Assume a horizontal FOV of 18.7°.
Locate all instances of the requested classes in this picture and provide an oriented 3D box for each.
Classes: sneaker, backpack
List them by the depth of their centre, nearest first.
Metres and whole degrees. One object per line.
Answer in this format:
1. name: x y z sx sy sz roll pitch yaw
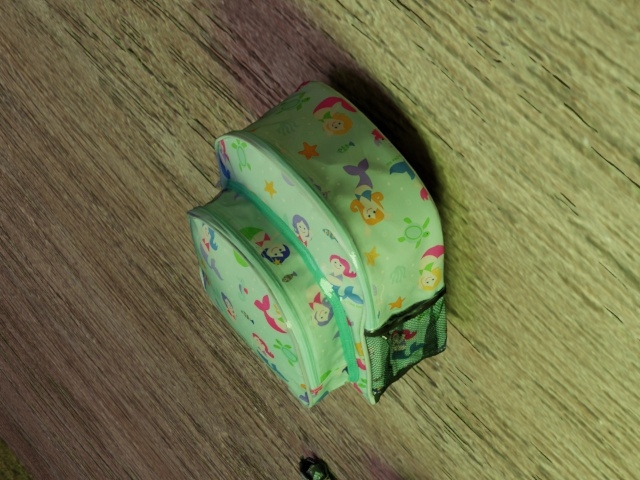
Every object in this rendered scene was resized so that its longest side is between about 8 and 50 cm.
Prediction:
1. backpack: 0.000 0.000 1.666 0.225 0.191 0.253 47 154 29
2. sneaker: 0.002 0.295 2.345 0.098 0.038 0.069 38 154 43
